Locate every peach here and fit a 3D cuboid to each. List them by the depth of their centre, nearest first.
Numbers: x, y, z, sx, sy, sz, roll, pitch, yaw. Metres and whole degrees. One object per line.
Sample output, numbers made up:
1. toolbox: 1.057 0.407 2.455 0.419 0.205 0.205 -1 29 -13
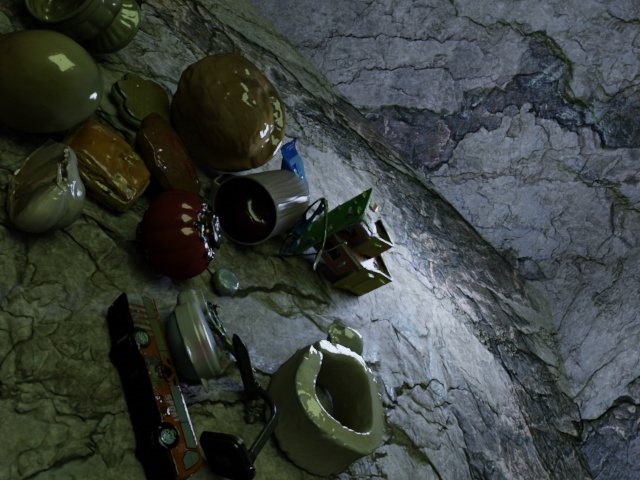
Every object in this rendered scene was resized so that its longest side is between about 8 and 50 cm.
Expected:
1. peach: -0.675 -0.389 1.422 0.292 0.247 0.292 22 19 -8

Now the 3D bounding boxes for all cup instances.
1. cup: -0.206 -0.112 1.851 0.273 0.288 0.208 -27 113 -63

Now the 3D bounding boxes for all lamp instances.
1. lamp: -0.171 0.348 1.269 0.283 0.124 0.203 -68 146 -59
2. lamp: -0.295 0.215 1.326 0.246 0.107 0.180 -113 -168 -49
3. lamp: -0.358 -0.013 1.462 0.227 0.227 0.227 35 30 -24

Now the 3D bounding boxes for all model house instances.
1. model house: 0.146 0.008 2.079 0.324 0.300 0.340 51 31 -18

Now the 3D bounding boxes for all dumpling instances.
1. dumpling: 0.070 0.325 1.759 0.188 0.108 0.127 44 50 -40

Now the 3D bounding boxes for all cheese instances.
1. cheese: 0.015 0.410 1.502 0.292 0.153 0.332 38 28 -19
2. cheese: -0.492 -0.254 1.750 0.162 0.036 0.086 19 40 -43

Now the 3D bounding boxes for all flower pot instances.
1. flower pot: -0.707 -0.715 1.781 0.307 0.307 0.244 60 8 21

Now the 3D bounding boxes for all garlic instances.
1. garlic: -0.584 -0.105 1.292 0.143 0.178 0.229 49 25 -41

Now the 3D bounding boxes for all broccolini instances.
1. broccolini: -0.237 0.249 1.477 0.067 0.058 0.216 -39 96 -28

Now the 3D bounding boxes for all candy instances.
1. candy: -0.089 -0.182 2.049 0.187 0.077 0.331 -62 145 -63

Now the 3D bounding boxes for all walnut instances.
1. walnut: -0.304 -0.423 1.923 0.383 0.383 0.384 35 30 -24

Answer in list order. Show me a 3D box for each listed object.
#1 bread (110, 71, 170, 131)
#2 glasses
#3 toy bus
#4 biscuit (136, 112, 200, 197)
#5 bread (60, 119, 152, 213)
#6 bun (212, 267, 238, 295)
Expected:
1. bread: -0.565 -0.428 1.845 0.207 0.056 0.287 32 31 -35
2. glasses: -0.024 -0.015 1.861 0.102 0.239 0.207 32 6 -40
3. toy bus: -0.346 0.297 1.194 0.092 0.093 0.409 13 45 -51
4. biscuit: -0.428 -0.233 1.690 0.273 0.049 0.257 60 13 -24
5. bread: -0.555 -0.200 1.520 0.235 0.099 0.210 39 29 -19
6. bun: -0.261 0.115 1.599 0.083 0.045 0.083 35 27 -21
